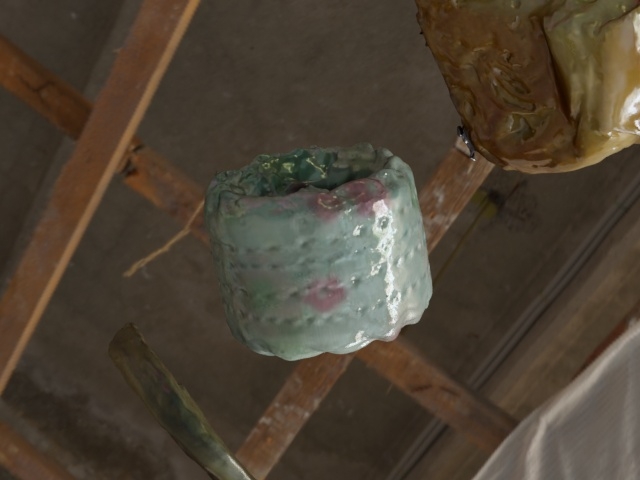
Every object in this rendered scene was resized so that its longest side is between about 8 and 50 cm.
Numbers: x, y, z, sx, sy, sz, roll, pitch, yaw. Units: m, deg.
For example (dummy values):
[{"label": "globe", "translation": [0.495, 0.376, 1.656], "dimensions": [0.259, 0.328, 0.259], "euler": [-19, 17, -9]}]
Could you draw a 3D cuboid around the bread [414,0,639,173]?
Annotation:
[{"label": "bread", "translation": [0.200, -0.184, 0.609], "dimensions": [0.148, 0.344, 0.195], "euler": [-6, -61, 46]}]

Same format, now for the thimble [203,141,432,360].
[{"label": "thimble", "translation": [0.000, 0.000, 0.910], "dimensions": [0.185, 0.211, 0.149], "euler": [-8, -72, 8]}]

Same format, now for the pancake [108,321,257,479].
[{"label": "pancake", "translation": [-0.144, 0.213, 1.158], "dimensions": [0.049, 0.294, 0.294], "euler": [-38, -84, -12]}]
